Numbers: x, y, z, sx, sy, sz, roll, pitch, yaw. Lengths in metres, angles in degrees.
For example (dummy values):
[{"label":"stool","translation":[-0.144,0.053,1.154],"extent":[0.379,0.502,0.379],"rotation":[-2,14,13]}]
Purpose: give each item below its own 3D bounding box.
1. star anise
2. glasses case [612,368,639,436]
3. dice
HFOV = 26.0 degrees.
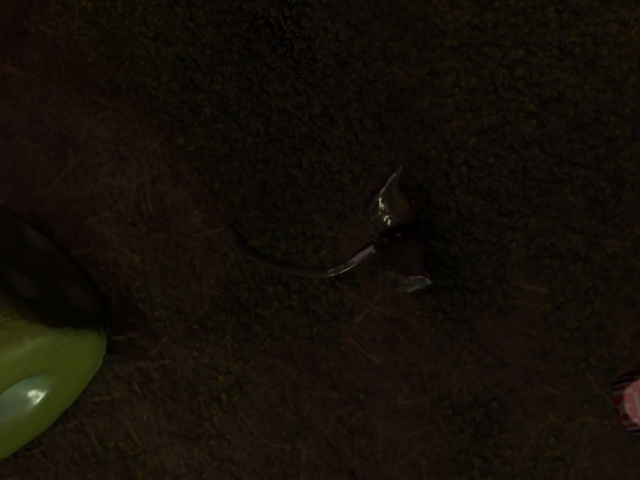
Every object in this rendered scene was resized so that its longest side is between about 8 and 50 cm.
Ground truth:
[{"label":"star anise","translation":[0.000,0.000,1.445],"extent":[0.227,0.148,0.218],"rotation":[-20,33,9]},{"label":"glasses case","translation":[0.376,0.144,1.308],"extent":[0.194,0.049,0.073],"rotation":[-13,80,21]},{"label":"dice","translation":[-0.399,0.099,1.544],"extent":[0.227,0.238,0.233],"rotation":[-47,69,12]}]
